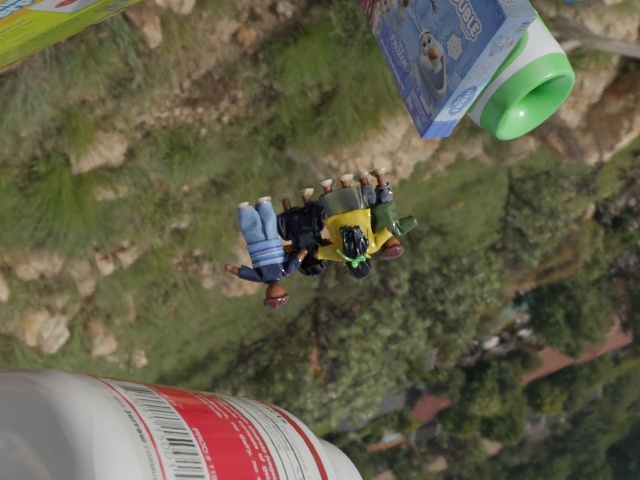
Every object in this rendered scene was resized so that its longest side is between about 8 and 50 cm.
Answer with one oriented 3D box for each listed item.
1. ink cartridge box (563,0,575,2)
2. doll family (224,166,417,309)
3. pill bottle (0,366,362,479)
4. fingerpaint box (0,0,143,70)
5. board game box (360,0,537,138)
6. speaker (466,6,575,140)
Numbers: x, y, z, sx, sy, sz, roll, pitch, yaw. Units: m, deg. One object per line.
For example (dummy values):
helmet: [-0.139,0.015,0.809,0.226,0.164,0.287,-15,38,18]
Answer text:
ink cartridge box: [0.273,-0.266,0.899,0.028,0.048,0.083,23,168,-39]
doll family: [0.000,0.000,0.919,0.193,0.111,0.076,-14,179,11]
pill bottle: [-0.123,0.240,0.774,0.229,0.229,0.407,-34,152,19]
fingerpaint box: [-0.403,-0.368,1.212,0.444,0.163,0.371,-19,-173,22]
board game box: [0.057,-0.112,0.445,0.020,0.090,0.090,-9,154,-27]
speaker: [0.161,-0.260,1.067,0.131,0.297,0.131,-29,157,-14]
